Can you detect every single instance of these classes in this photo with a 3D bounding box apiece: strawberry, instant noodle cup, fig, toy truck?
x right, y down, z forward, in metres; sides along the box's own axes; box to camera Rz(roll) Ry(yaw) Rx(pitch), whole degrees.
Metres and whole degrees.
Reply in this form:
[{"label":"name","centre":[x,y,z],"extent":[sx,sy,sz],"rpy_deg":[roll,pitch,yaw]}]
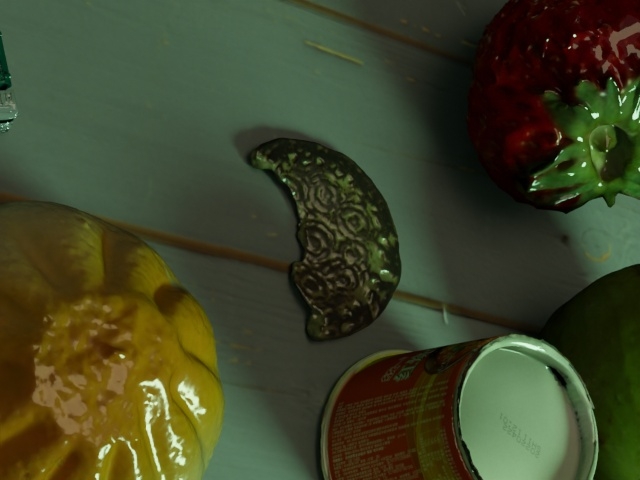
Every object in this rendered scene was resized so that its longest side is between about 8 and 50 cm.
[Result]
[{"label":"strawberry","centre":[0.263,-0.167,1.530],"extent":[0.257,0.257,0.277],"rpy_deg":[27,28,-25]},{"label":"instant noodle cup","centre":[0.131,0.180,1.342],"extent":[0.213,0.174,0.213],"rpy_deg":[13,67,-32]},{"label":"fig","centre":[0.317,0.143,1.470],"extent":[0.203,0.203,0.225],"rpy_deg":[9,63,-32]},{"label":"toy truck","centre":[-0.273,-0.132,1.251],"extent":[0.039,0.044,0.083],"rpy_deg":[-8,79,-33]}]

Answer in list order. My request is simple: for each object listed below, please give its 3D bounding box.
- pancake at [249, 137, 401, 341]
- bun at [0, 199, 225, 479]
[{"label":"pancake","centre":[0.000,0.000,1.412],"extent":[0.184,0.020,0.191],"rpy_deg":[27,60,-26]},{"label":"bun","centre":[-0.193,0.105,1.151],"extent":[0.298,0.164,0.299],"rpy_deg":[12,69,-33]}]
